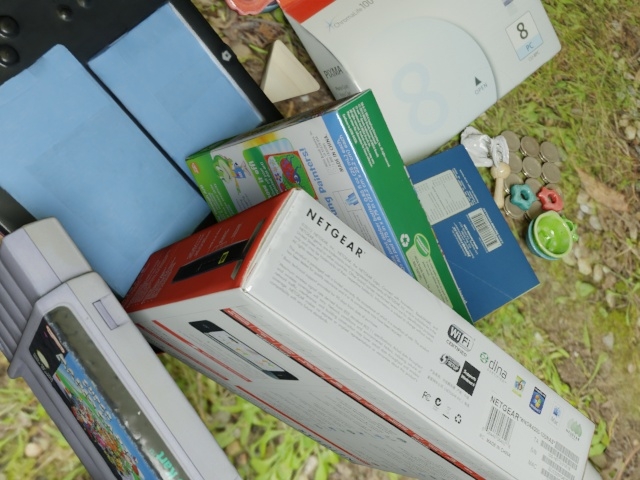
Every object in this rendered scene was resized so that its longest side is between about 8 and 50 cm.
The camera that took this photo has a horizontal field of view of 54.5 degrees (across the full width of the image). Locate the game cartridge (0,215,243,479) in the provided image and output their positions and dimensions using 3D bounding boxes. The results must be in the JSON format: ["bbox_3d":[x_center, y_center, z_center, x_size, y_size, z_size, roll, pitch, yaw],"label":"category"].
[{"bbox_3d":[-0.172,0.172,0.540,0.068,0.230,0.355,-34,87,-34],"label":"game cartridge"}]

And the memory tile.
[{"bbox_3d":[0.325,-0.095,0.958,0.113,0.012,0.147,10,68,-19],"label":"memory tile"}]

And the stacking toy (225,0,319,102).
[{"bbox_3d":[-0.004,-0.329,0.882,0.309,0.130,0.279,-9,102,-22],"label":"stacking toy"}]

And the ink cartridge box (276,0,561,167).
[{"bbox_3d":[0.115,-0.330,0.811,0.308,0.091,0.385,-39,110,-14],"label":"ink cartridge box"}]

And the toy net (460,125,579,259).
[{"bbox_3d":[0.297,-0.083,0.909,0.122,0.045,0.232,-30,85,-27],"label":"toy net"}]

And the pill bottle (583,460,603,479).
[{"bbox_3d":[0.348,0.371,0.744,0.124,0.124,0.221,-37,89,-28],"label":"pill bottle"}]

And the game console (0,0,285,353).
[{"bbox_3d":[-0.199,-0.110,0.664,0.386,0.060,0.342,50,61,-21],"label":"game console"}]

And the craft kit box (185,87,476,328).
[{"bbox_3d":[0.000,0.000,0.619,0.061,0.247,0.249,-40,112,-38],"label":"craft kit box"}]

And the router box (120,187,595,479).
[{"bbox_3d":[0.011,0.113,0.558,0.335,0.301,0.082,38,63,-22],"label":"router box"}]

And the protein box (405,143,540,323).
[{"bbox_3d":[0.114,0.021,0.762,0.201,0.136,0.199,-24,83,-27],"label":"protein box"}]
